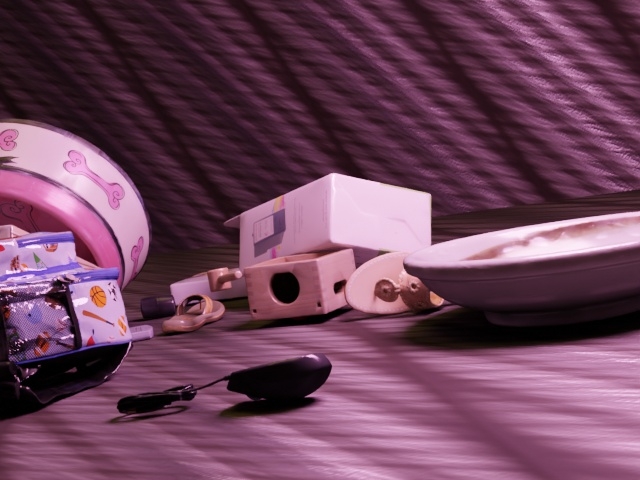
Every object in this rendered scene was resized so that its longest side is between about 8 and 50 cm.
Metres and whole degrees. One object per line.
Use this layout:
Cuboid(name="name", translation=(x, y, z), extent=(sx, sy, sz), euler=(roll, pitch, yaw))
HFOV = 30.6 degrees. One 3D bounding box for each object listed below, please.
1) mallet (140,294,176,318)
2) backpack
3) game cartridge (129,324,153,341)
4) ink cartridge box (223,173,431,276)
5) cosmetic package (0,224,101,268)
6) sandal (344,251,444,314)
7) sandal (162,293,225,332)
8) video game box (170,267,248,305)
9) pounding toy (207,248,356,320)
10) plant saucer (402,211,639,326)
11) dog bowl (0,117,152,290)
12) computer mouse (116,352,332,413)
Cuboid(name="mallet", translation=(-0.307, 0.121, 2.148), extent=(0.062, 0.039, 0.189), euler=(-7, -1, -15))
Cuboid(name="backpack", translation=(-0.382, 0.101, 1.489), extent=(0.276, 0.213, 0.263), euler=(-9, -8, 39))
Cuboid(name="game cartridge", translation=(-0.292, 0.148, 1.850), extent=(0.056, 0.017, 0.083), euler=(-13, 5, -11))
Cuboid(name="ink cartridge box", translation=(0.000, 0.000, 1.979), extent=(0.207, 0.119, 0.353), euler=(10, -17, -33))
Cuboid(name="cosmetic package", translation=(-0.452, 0.077, 1.779), extent=(0.160, 0.113, 0.309), euler=(-7, -16, 16))
Cuboid(name="sandal", translation=(0.156, 0.056, 1.646), extent=(0.240, 0.088, 0.079), euler=(-4, -2, -7))
Cuboid(name="sandal", translation=(-0.207, 0.113, 1.900), extent=(0.072, 0.049, 0.180), euler=(-8, 4, 17))
Cuboid(name="video game box", translation=(-0.164, 0.082, 2.264), extent=(0.205, 0.048, 0.187), euler=(-8, 6, 14))
Cuboid(name="pounding toy", translation=(-0.073, 0.079, 1.763), extent=(0.206, 0.094, 0.181), euler=(-7, 4, 26))
Cuboid(name="plant saucer", translation=(0.307, 0.039, 1.460), extent=(0.400, 0.101, 0.400), euler=(-10, 4, 1))
Cuboid(name="dog bowl", translation=(-0.503, -0.001, 1.997), extent=(0.408, 0.408, 0.150), euler=(-8, 39, 17))
Cuboid(name="computer mouse", translation=(-0.100, 0.158, 1.203), extent=(0.242, 0.041, 0.071), euler=(-15, -7, 21))
